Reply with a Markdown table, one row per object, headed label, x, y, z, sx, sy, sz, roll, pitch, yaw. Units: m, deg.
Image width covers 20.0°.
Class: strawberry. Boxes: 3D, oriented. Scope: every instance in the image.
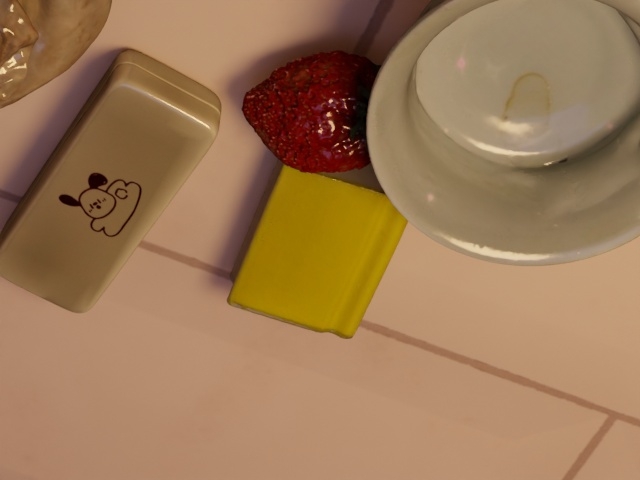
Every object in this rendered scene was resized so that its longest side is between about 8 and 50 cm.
| label | x | y | z | sx | sy | sz | roll | pitch | yaw |
| --- | --- | --- | --- | --- | --- | --- | --- | --- | --- |
| strawberry | 0.002 | -0.134 | 1.925 | 0.148 | 0.131 | 0.131 | -4 | 130 | 33 |

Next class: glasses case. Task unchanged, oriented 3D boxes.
| label | x | y | z | sx | sy | sz | roll | pitch | yaw |
| --- | --- | --- | --- | --- | --- | --- | --- | --- | --- |
| glasses case | -0.238 | -0.060 | 2.009 | 0.131 | 0.070 | 0.313 | 28 | 122 | -18 |

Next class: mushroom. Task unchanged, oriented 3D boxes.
| label | x | y | z | sx | sy | sz | roll | pitch | yaw |
| --- | --- | --- | --- | --- | --- | --- | --- | --- | --- |
| mushroom | -0.352 | -0.240 | 1.742 | 0.297 | 0.290 | 0.297 | 0 | 125 | 1 |

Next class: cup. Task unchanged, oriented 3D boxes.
| label | x | y | z | sx | sy | sz | roll | pitch | yaw |
| --- | --- | --- | --- | --- | --- | --- | --- | --- | --- |
| cup | 0.219 | -0.156 | 1.869 | 0.347 | 0.163 | 0.347 | 0 | 126 | 0 |

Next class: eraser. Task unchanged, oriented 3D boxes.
| label | x | y | z | sx | sy | sz | roll | pitch | yaw |
| --- | --- | --- | --- | --- | --- | --- | --- | --- | --- |
| eraser | 0.000 | 0.000 | 2.048 | 0.158 | 0.069 | 0.226 | 16 | 126 | -12 |
